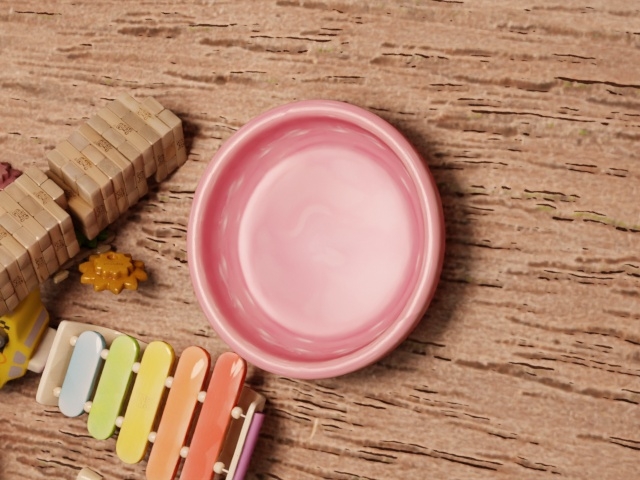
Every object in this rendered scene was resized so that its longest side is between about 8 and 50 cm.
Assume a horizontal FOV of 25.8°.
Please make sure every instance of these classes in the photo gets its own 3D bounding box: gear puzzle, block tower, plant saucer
[{"bbox_3d":[-0.369,-0.016,1.802,0.339,0.175,0.044,28,128,23],"label":"gear puzzle"},{"bbox_3d":[-0.319,-0.046,1.729,0.091,0.097,0.335,39,66,22],"label":"block tower"},{"bbox_3d":[0.000,0.000,1.678,0.332,0.084,0.332,-2,86,25],"label":"plant saucer"}]

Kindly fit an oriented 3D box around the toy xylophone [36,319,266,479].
[{"bbox_3d":[-0.211,0.233,1.757,0.322,0.081,0.236,11,91,25],"label":"toy xylophone"}]

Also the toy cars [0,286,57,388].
[{"bbox_3d":[-0.431,0.224,1.824,0.087,0.176,0.394,24,97,-2],"label":"toy cars"}]
